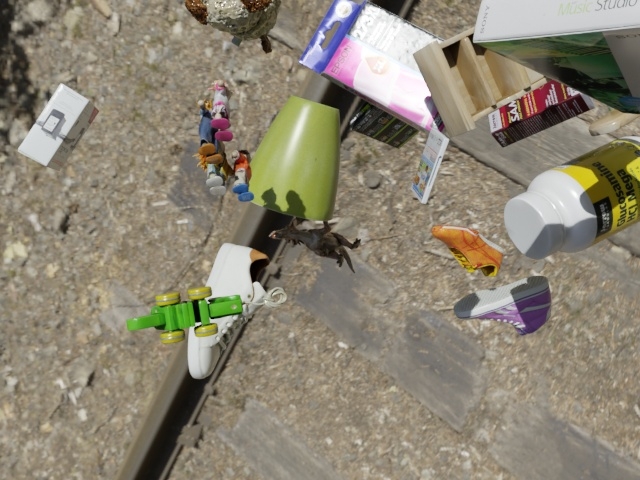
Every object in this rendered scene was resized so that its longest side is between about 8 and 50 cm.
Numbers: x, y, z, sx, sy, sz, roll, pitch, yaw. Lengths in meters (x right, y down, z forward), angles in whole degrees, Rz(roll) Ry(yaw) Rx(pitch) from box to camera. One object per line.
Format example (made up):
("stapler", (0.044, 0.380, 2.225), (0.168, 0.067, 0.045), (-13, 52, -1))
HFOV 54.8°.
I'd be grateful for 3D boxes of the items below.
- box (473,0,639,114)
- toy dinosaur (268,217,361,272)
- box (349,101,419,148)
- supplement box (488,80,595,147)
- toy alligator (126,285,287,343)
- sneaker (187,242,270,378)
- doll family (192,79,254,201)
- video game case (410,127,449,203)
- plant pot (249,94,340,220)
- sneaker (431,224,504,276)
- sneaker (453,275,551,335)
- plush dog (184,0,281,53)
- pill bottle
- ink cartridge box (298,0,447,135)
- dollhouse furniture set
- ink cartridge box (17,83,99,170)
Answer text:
("box", (0.369, -0.207, 0.706), (0.232, 0.322, 0.059), (21, 98, 57))
("toy dinosaur", (0.000, 0.000, 2.022), (0.200, 0.295, 0.127), (10, 72, 55))
("box", (0.205, -0.339, 1.661), (0.190, 0.184, 0.045), (-39, 50, 42))
("supplement box", (0.542, -0.344, 1.541), (0.239, 0.073, 0.130), (-24, 50, 33))
("toy alligator", (-0.136, 0.083, 0.744), (0.051, 0.189, 0.056), (177, 84, -68))
("sneaker", (-0.175, 0.138, 1.228), (0.123, 0.106, 0.290), (9, 64, 11))
("doll family", (-0.217, -0.203, 1.265), (0.118, 0.163, 0.263), (-10, 136, 1))
("video game case", (0.196, -0.136, 1.118), (0.011, 0.087, 0.122), (13, 110, -11))
("plant pot", (-0.057, -0.236, 1.693), (0.274, 0.274, 0.294), (23, 104, 26))
("sneaker", (0.270, 0.019, 1.121), (0.064, 0.175, 0.067), (-4, 64, 60))
("sneaker", (0.527, 0.215, 1.761), (0.282, 0.102, 0.161), (-14, 109, 0))
("plush dog", (-0.200, -0.568, 1.529), (0.262, 0.225, 0.211), (-9, 102, 21))
("pill bottle", (0.575, -0.087, 1.338), (0.188, 0.333, 0.188), (56, 161, 31))
("ink cartridge box", (0.139, -0.374, 1.294), (0.371, 0.069, 0.176), (32, 94, 16))
("dollhouse furniture set", (0.378, -0.334, 1.004), (0.362, 0.256, 0.394), (63, 159, -9))
("ink cartridge box", (-0.503, -0.213, 1.191), (0.063, 0.109, 0.150), (32, 86, -9))
